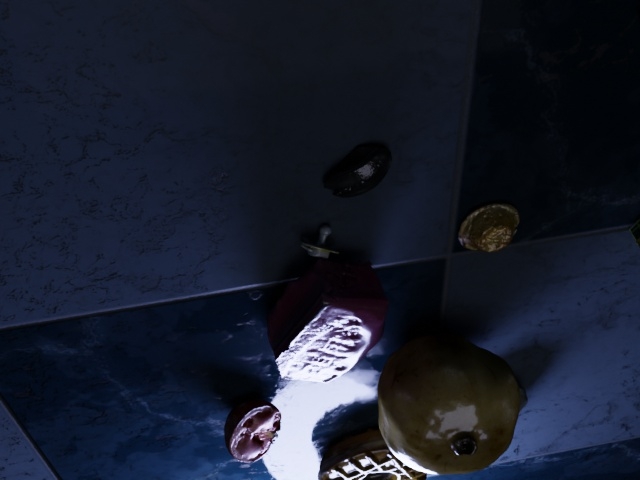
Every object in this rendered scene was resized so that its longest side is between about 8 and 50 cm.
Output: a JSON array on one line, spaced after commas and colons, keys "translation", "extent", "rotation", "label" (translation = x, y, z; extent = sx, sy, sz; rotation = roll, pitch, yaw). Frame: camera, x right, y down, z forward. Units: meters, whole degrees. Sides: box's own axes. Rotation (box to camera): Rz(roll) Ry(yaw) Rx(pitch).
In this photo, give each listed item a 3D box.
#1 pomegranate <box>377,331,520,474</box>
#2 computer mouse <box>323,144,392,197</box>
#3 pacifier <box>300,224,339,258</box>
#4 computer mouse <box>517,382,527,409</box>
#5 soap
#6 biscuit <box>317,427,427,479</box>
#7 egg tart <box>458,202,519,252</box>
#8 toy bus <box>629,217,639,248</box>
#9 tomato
[{"translation": [0.287, 0.373, 1.534], "extent": [0.333, 0.332, 0.332], "rotation": [-7, 135, -7], "label": "pomegranate"}, {"translation": [0.068, -0.114, 1.186], "extent": [0.135, 0.047, 0.079], "rotation": [-32, 132, 20], "label": "computer mouse"}, {"translation": [0.000, 0.000, 1.288], "extent": [0.083, 0.068, 0.064], "rotation": [15, 96, -47], "label": "pacifier"}, {"translation": [0.424, 0.486, 1.830], "extent": [0.197, 0.095, 0.330], "rotation": [11, 130, -17], "label": "computer mouse"}, {"translation": [0.006, 0.175, 1.383], "extent": [0.220, 0.127, 0.325], "rotation": [11, 139, -29], "label": "soap"}, {"translation": [0.151, 0.638, 1.905], "extent": [0.332, 0.103, 0.332], "rotation": [-7, 136, -7], "label": "biscuit"}, {"translation": [0.337, -0.017, 1.343], "extent": [0.129, 0.049, 0.128], "rotation": [-6, 133, -6], "label": "egg tart"}, {"translation": [0.721, -0.044, 1.369], "extent": [0.088, 0.101, 0.175], "rotation": [10, 135, -22], "label": "toy bus"}, {"translation": [-0.173, 0.449, 1.656], "extent": [0.139, 0.091, 0.159], "rotation": [19, 100, -40], "label": "tomato"}]
